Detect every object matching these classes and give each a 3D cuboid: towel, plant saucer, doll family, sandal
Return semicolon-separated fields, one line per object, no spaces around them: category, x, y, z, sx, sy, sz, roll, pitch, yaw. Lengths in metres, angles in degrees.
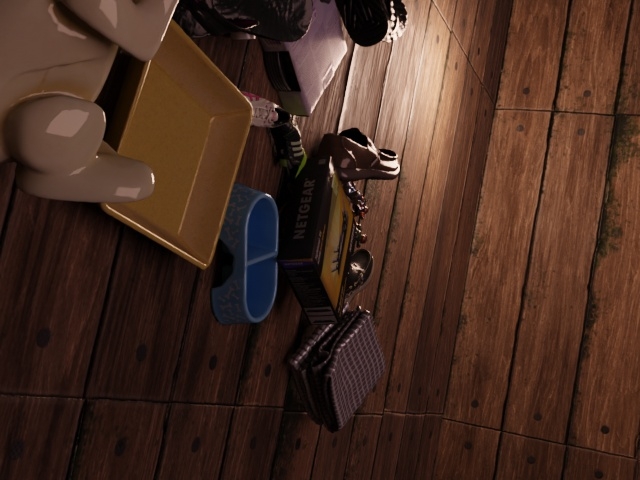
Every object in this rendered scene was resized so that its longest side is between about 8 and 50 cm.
towel;0.055;0.321;2.075;0.235;0.121;0.283;-47;143;-29
plant saucer;-0.255;-0.154;1.391;0.333;0.081;0.332;42;60;-61
doll family;0.090;-0.074;2.168;0.111;0.076;0.192;38;59;-57
sandal;-0.150;-0.426;1.423;0.446;0.107;0.167;-15;113;-48

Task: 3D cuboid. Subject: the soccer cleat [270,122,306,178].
soccer cleat;-0.073;-0.203;1.799;0.179;0.060;0.072;62;43;-56

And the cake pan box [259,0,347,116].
cake pan box;-0.036;-0.441;1.803;0.266;0.070;0.245;-65;148;-34

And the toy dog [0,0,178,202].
toy dog;-0.346;-0.287;0.914;0.396;0.284;0.407;0;119;-30

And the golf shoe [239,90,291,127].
golf shoe;-0.128;-0.259;1.630;0.186;0.086;0.067;-10;107;-63

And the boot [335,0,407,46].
boot;0.100;-0.631;1.959;0.260;0.131;0.347;-50;128;-64

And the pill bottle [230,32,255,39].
pill bottle;-0.150;-0.442;1.556;0.065;0.065;0.116;-34;127;-59

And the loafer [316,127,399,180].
loafer;0.107;-0.221;2.090;0.366;0.134;0.130;-14;110;-64

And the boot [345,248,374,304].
boot;0.061;0.059;2.115;0.236;0.085;0.178;-51;143;-37

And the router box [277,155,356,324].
router box;0.000;0.000;1.880;0.243;0.081;0.308;66;26;-46

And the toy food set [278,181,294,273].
toy food set;-0.063;-0.029;1.888;0.132;0.039;0.192;51;51;-58

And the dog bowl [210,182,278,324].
dog bowl;-0.149;0.033;1.679;0.166;0.074;0.297;-21;115;-62
